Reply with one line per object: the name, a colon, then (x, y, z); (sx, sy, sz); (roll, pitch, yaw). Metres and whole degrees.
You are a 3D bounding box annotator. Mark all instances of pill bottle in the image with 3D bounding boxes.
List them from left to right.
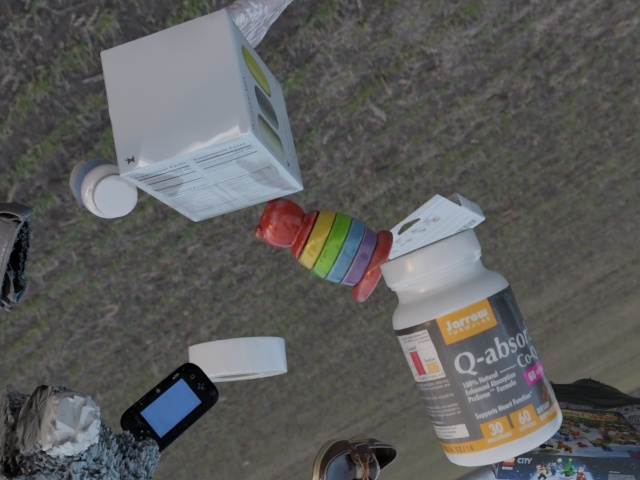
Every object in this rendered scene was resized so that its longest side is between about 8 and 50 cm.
pill bottle: (-0.347, -0.084, 1.255); (0.087, 0.087, 0.160); (-18, -160, -23)
pill bottle: (0.190, 0.135, 1.019); (0.162, 0.278, 0.162); (-22, 178, -1)

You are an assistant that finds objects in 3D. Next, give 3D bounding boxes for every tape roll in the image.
tape roll: (-0.239, 0.348, 2.278); (0.286, 0.100, 0.286); (-6, 166, -2)

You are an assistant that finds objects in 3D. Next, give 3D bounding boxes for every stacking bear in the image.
stacking bear: (0.000, 0.000, 1.733); (0.164, 0.289, 0.175); (138, -24, -79)

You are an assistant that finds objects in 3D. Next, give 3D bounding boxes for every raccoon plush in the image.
raccoon plush: (-0.305, 0.338, 1.093); (0.299, 0.216, 0.446); (20, 160, -30)

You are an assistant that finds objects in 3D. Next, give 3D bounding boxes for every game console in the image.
game console: (-0.350, 0.355, 1.472); (0.361, 0.213, 0.044); (-39, -172, -38)

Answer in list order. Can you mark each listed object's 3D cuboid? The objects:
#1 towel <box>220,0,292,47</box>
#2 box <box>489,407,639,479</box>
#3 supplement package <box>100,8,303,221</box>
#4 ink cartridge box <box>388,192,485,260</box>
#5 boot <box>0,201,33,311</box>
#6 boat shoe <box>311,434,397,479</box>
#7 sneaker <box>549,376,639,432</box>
towel: (-0.187, -0.399, 1.620); (0.317, 0.053, 0.332); (-46, -175, 40)
box: (0.350, 0.294, 1.134); (0.233, 0.044, 0.159); (4, -167, -4)
supplement package: (-0.169, -0.175, 1.184); (0.198, 0.199, 0.263); (-16, 164, 11)
ink cartridge box: (0.290, -0.036, 2.212); (0.275, 0.060, 0.239); (-39, 139, 27)
boot: (-0.437, 0.018, 0.854); (0.263, 0.229, 0.091); (-56, -170, 40)
boat shoe: (0.097, 0.581, 2.034); (0.123, 0.123, 0.342); (1, 176, 30)
sneaker: (0.555, 0.320, 1.512); (0.130, 0.286, 0.109); (-64, 161, -64)
